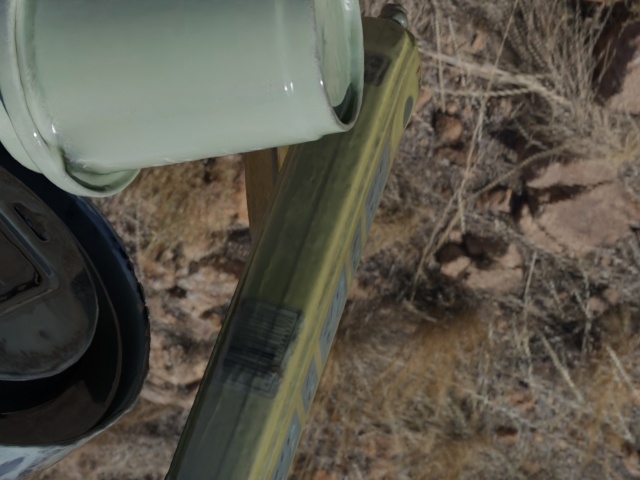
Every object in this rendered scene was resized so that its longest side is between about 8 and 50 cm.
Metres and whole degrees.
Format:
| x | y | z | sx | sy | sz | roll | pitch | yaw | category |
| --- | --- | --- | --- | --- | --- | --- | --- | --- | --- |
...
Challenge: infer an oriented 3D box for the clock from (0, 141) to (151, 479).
| x | y | z | sx | sy | sz | roll | pitch | yaw | category |
| --- | --- | --- | --- | --- | --- | --- | --- | --- | --- |
| -0.252 | 0.018 | 0.582 | 0.312 | 0.313 | 0.061 | 41 | 112 | -21 | clock |

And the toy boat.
| x | y | z | sx | sy | sz | roll | pitch | yaw | category |
| --- | --- | --- | --- | --- | --- | --- | --- | --- | --- |
| -0.024 | -0.062 | 0.779 | 0.077 | 0.201 | 0.057 | 13 | 150 | -36 | toy boat |

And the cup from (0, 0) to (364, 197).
| x | y | z | sx | sy | sz | roll | pitch | yaw | category |
| --- | --- | --- | --- | --- | --- | --- | --- | --- | --- |
| -0.057 | -0.077 | 0.368 | 0.141 | 0.120 | 0.120 | 2 | 138 | 17 | cup |

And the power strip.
| x | y | z | sx | sy | sz | roll | pitch | yaw | category |
| --- | --- | --- | --- | --- | --- | --- | --- | --- | --- |
| 0.000 | 0.000 | 0.560 | 0.066 | 0.388 | 0.092 | 14 | 156 | 11 | power strip |
